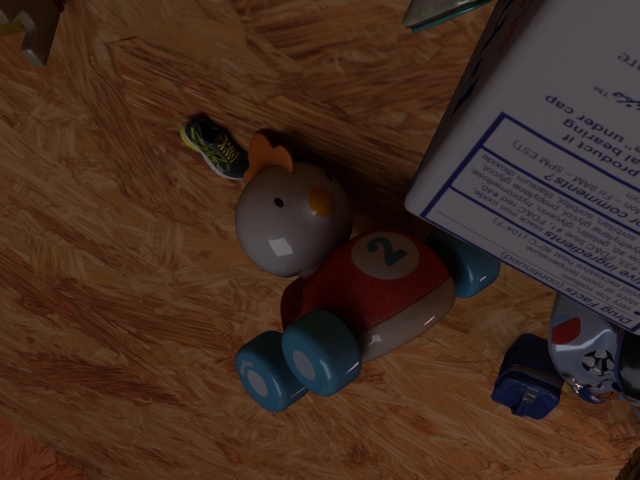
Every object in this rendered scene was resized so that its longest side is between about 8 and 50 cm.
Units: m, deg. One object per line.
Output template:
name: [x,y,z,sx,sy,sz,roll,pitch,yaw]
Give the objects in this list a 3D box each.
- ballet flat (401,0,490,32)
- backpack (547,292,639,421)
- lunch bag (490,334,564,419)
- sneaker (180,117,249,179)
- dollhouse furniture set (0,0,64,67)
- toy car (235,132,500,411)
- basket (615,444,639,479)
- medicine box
ballet flat: [0.113,-0.184,0.809,0.168,0.057,0.052,-12,108,48]
backpack: [0.286,0.046,0.847,0.213,0.276,0.263,13,159,37]
lunch bag: [0.225,0.154,1.319,0.067,0.065,0.098,24,154,5]
sneaker: [-0.100,-0.090,1.199,0.083,0.031,0.035,35,153,-18]
dollhouse furniture set: [-0.437,-0.252,1.123,0.374,0.152,0.201,-7,142,22]
toy car: [0.000,0.000,1.146,0.238,0.219,0.210,59,151,-1]
basket: [0.408,0.379,1.302,0.213,0.299,0.223,6,148,37]
medicine box: [0.187,-0.137,0.561,0.149,0.263,0.289,28,155,-3]
